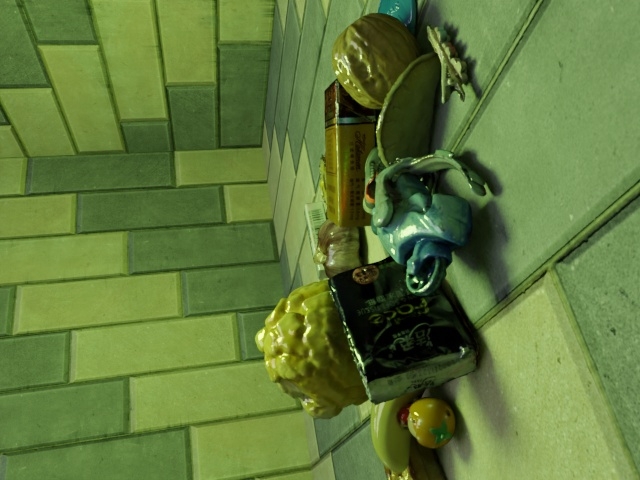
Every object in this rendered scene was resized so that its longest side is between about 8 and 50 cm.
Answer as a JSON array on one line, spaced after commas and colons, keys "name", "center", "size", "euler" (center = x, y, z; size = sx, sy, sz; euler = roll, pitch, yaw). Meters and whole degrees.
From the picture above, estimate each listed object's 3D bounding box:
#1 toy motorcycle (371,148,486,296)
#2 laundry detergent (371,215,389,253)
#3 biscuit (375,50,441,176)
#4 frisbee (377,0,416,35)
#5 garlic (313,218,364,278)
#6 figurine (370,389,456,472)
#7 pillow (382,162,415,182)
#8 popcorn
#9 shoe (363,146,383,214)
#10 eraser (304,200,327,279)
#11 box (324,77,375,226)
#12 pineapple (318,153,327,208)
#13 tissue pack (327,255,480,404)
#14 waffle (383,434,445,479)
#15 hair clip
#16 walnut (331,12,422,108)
[{"name": "toy motorcycle", "center": [0.196, -0.058, 1.078], "size": [0.319, 0.182, 0.241], "euler": [-113, 23, -58]}, {"name": "laundry detergent", "center": [0.181, -0.038, 1.433], "size": [0.206, 0.061, 0.097], "euler": [-117, 33, -61]}, {"name": "biscuit", "center": [0.184, -0.257, 1.167], "size": [0.038, 0.141, 0.290], "euler": [46, 139, 49]}, {"name": "frisbee", "center": [0.173, -0.534, 1.337], "size": [0.242, 0.045, 0.242], "euler": [175, 90, -79]}, {"name": "garlic", "center": [0.052, 0.036, 1.819], "size": [0.245, 0.160, 0.245], "euler": [169, 90, -85]}, {"name": "figurine", "center": [0.214, 0.380, 1.235], "size": [0.222, 0.124, 0.325], "euler": [16, 99, 45]}, {"name": "pillow", "center": [0.195, -0.154, 1.332], "size": [0.141, 0.055, 0.208], "euler": [138, 132, -59]}, {"name": "popcorn", "center": [0.040, 0.271, 1.443], "size": [0.354, 0.390, 0.344], "euler": [94, 151, -71]}, {"name": "shoe", "center": [0.150, -0.166, 1.421], "size": [0.077, 0.074, 0.194], "euler": [76, -160, -70]}, {"name": "eraser", "center": [0.000, 0.000, 2.157], "size": [0.130, 0.086, 0.287], "euler": [87, 172, -70]}, {"name": "box", "center": [0.084, -0.259, 1.609], "size": [0.264, 0.115, 0.415], "euler": [-126, 35, -80]}, {"name": "pineapple", "center": [0.032, -0.223, 2.094], "size": [0.221, 0.047, 0.221], "euler": [174, 90, -81]}, {"name": "tissue pack", "center": [0.167, 0.167, 1.165], "size": [0.332, 0.245, 0.123], "euler": [-110, 2, -51]}, {"name": "waffle", "center": [0.224, 0.558, 1.398], "size": [0.213, 0.091, 0.308], "euler": [97, 164, -44]}, {"name": "hair clip", "center": [0.250, -0.349, 1.052], "size": [0.062, 0.056, 0.214], "euler": [75, -169, -58]}, {"name": "walnut", "center": [0.131, -0.398, 1.221], "size": [0.213, 0.213, 0.213], "euler": [175, 90, -78]}]
